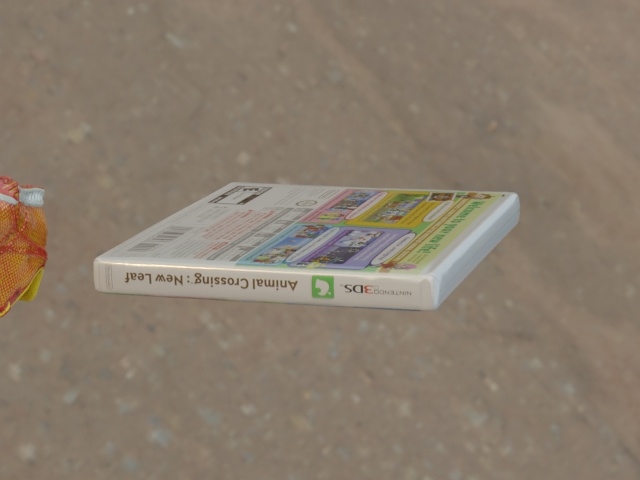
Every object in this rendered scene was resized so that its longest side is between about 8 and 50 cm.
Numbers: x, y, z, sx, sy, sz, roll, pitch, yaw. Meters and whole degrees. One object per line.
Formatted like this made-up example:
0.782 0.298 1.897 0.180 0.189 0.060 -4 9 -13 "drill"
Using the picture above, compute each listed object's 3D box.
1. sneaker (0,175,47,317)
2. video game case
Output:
-0.150 0.007 0.739 0.175 0.064 0.067 6 81 -80 "sneaker"
0.000 0.000 1.002 0.193 0.023 0.212 2 14 18 "video game case"
